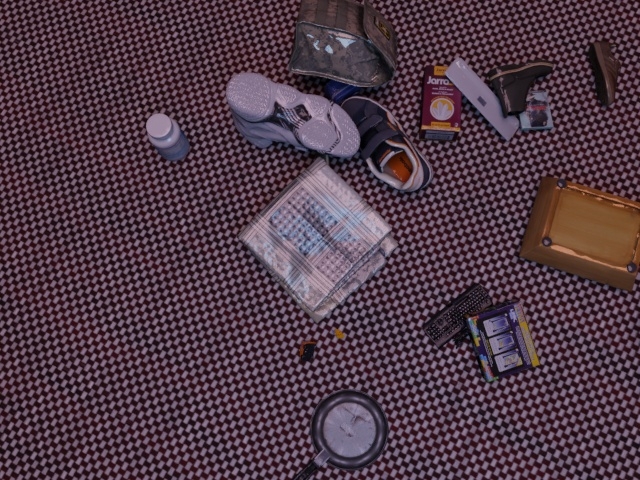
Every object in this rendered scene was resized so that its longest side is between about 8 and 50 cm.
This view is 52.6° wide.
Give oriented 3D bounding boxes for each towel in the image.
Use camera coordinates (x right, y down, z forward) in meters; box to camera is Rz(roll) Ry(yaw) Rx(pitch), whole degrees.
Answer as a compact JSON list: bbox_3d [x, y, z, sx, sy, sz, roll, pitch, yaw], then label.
[{"bbox_3d":[0.000,0.000,1.666,0.312,0.056,0.324,-44,93,-6],"label":"towel"}]

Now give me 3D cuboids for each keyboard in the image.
[{"bbox_3d":[0.436,-0.379,1.736,0.256,0.014,0.072,44,72,-10],"label":"keyboard"},{"bbox_3d":[0.361,0.198,1.649,0.192,0.038,0.100,-39,79,-5],"label":"keyboard"}]

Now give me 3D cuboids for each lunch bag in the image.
[{"bbox_3d":[0.073,-0.535,1.723,0.287,0.169,0.235,11,42,-5],"label":"lunch bag"},{"bbox_3d":[0.067,-0.414,1.784,0.098,0.067,0.065,-35,79,-6],"label":"lunch bag"}]

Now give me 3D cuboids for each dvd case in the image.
[{"bbox_3d":[0.580,-0.356,1.763,0.087,0.013,0.119,-2,66,2],"label":"dvd case"}]

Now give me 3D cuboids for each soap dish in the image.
[{"bbox_3d":[0.681,-0.025,1.642,0.291,0.118,0.228,18,79,8],"label":"soap dish"}]

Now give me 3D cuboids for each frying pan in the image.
[{"bbox_3d":[0.012,0.492,1.598,0.326,0.053,0.197,-22,77,-5],"label":"frying pan"}]

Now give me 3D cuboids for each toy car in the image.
[{"bbox_3d":[0.000,0.267,1.661,0.122,0.060,0.040,-14,32,-17],"label":"toy car"}]

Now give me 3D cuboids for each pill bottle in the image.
[{"bbox_3d":[-0.409,-0.276,1.728,0.087,0.160,0.087,-1,77,3],"label":"pill bottle"}]

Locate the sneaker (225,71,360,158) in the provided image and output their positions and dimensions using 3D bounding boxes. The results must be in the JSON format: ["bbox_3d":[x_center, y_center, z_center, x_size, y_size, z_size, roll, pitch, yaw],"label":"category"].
[{"bbox_3d":[-0.079,-0.308,1.710,0.366,0.210,0.137,23,79,-8],"label":"sneaker"}]

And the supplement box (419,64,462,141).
[{"bbox_3d":[0.325,-0.370,1.754,0.104,0.081,0.188,4,77,4],"label":"supplement box"}]

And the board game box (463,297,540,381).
[{"bbox_3d":[0.449,0.246,1.608,0.141,0.048,0.170,-18,94,-3],"label":"board game box"}]

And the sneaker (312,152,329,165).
[{"bbox_3d":[-0.018,-0.165,1.732,0.086,0.064,0.192,-1,81,-3],"label":"sneaker"}]

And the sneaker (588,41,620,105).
[{"bbox_3d":[0.787,-0.458,1.760,0.071,0.066,0.188,-7,78,0],"label":"sneaker"}]

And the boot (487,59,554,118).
[{"bbox_3d":[0.554,-0.407,1.754,0.198,0.077,0.137,-14,85,-14],"label":"boot"}]

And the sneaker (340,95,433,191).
[{"bbox_3d":[0.159,-0.258,1.698,0.321,0.127,0.126,46,119,11],"label":"sneaker"}]
